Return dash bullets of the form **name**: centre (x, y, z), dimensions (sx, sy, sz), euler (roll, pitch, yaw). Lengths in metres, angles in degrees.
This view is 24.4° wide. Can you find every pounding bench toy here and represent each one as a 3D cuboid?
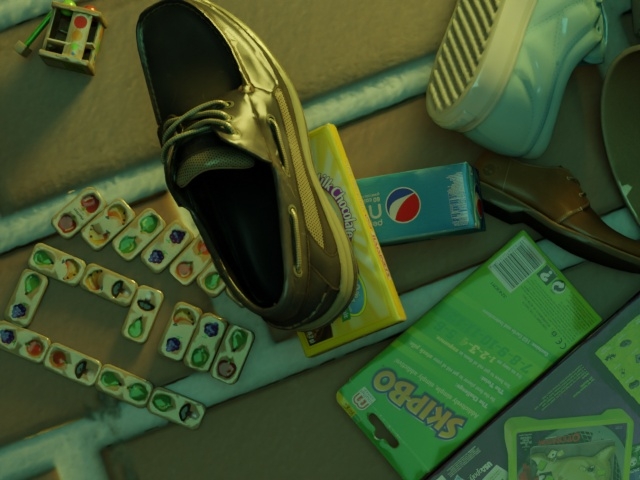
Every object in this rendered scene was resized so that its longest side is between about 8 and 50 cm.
- **pounding bench toy**: centre (-0.269, -0.215, 1.532), dimensions (0.083, 0.052, 0.065), euler (13, 85, 1)

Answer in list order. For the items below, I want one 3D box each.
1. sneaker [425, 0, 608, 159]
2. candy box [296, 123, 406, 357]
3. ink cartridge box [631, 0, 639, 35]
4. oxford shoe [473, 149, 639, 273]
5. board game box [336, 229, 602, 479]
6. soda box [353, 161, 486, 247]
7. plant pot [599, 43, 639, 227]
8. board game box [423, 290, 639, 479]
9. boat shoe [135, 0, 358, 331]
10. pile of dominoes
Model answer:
- **sneaker**: centre (0.234, -0.250, 1.519), dimensions (0.150, 0.135, 0.366), euler (30, 80, -26)
- **candy box**: centre (0.000, 0.000, 1.441), dimensions (0.105, 0.027, 0.206), euler (-22, 81, 13)
- **ink cartridge box**: centre (0.419, -0.359, 1.516), dimensions (0.201, 0.117, 0.278), euler (-4, 85, 0)
- **oxford shoe**: centre (0.251, -0.032, 1.508), dimensions (0.212, 0.076, 0.076), euler (29, 80, 4)
- **board game box**: centre (0.149, 0.119, 1.511), dimensions (0.259, 0.039, 0.124), euler (-40, 85, -6)
- **soda box**: centre (0.055, -0.027, 1.480), dimensions (0.210, 0.071, 0.067), euler (-8, 85, 15)
- **plant pot**: centre (0.460, -0.122, 1.450), dimensions (0.274, 0.256, 0.257), euler (-26, 85, -18)
- **board game box**: centre (0.283, 0.222, 1.498), dimensions (0.347, 0.056, 0.208), euler (-40, 82, -4)
- **boat shoe**: centre (-0.079, -0.082, 1.386), dimensions (0.132, 0.130, 0.355), euler (-32, 78, 17)
- **pile of dominoes**: centre (-0.188, 0.064, 1.512), dimensions (0.251, 0.040, 0.196), euler (22, 85, 1)
